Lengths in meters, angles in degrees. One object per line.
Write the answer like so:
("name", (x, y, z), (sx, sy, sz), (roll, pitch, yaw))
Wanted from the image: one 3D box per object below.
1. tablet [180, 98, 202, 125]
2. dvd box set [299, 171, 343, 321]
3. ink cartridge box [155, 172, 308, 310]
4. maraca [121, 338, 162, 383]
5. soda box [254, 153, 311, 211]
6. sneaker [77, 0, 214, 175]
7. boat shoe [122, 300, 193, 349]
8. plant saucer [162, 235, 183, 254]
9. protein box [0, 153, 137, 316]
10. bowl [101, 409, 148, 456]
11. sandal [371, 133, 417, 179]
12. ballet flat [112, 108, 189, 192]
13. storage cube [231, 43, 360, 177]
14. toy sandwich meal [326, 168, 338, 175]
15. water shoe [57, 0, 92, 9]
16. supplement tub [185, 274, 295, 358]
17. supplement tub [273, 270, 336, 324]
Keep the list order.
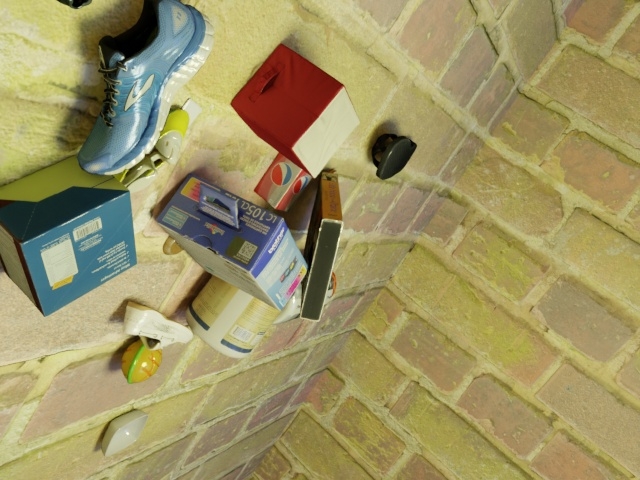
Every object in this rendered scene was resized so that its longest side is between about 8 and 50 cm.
("tablet", (-0.280, -0.248, 1.154), (0.083, 0.006, 0.054), (-51, 159, 1))
("dvd box set", (0.000, 0.000, 1.661), (0.420, 0.062, 0.307), (-90, -168, -66))
("ink cartridge box", (-0.203, 0.004, 1.340), (0.151, 0.270, 0.395), (-60, 162, -14))
("maraca", (-0.484, 0.317, 1.553), (0.185, 0.099, 0.127), (-66, 179, -62))
("soda box", (-0.064, -0.210, 1.539), (0.263, 0.092, 0.083), (-55, 158, 10))
("sneaker", (-0.322, -0.261, 0.928), (0.147, 0.130, 0.329), (22, 103, -53))
("boat shoe", (-0.438, 0.243, 1.490), (0.096, 0.098, 0.277), (-70, 154, -16))
("plant saucer", (-0.357, 0.007, 1.407), (0.083, 0.015, 0.083), (-42, 158, -22))
("protein box", (-0.455, -0.011, 1.003), (0.200, 0.136, 0.201), (-36, 154, -36))
("bowl", (-0.627, 0.602, 1.782), (0.142, 0.053, 0.142), (-12, 137, -58))
("sandal", (0.251, -0.313, 2.034), (0.167, 0.107, 0.446), (-58, 171, 14))
("ballet flat", (-0.327, -0.159, 1.094), (0.231, 0.077, 0.077), (-44, 153, -13))
("storage cube", (-0.052, -0.292, 1.291), (0.183, 0.193, 0.215), (-51, 160, -2))
("toy sandwich meal", (0.027, -0.194, 1.845), (0.085, 0.029, 0.085), (-44, 164, -17))
("water shoe", (-0.312, -0.405, 0.725), (0.073, 0.080, 0.203), (-28, 149, -47))
("supplement tub", (-0.217, 0.158, 1.641), (0.316, 0.228, 0.228), (-52, 159, 4))
("supplement tub", (-0.090, 0.163, 1.942), (0.207, 0.207, 0.338), (-59, 157, 19))
